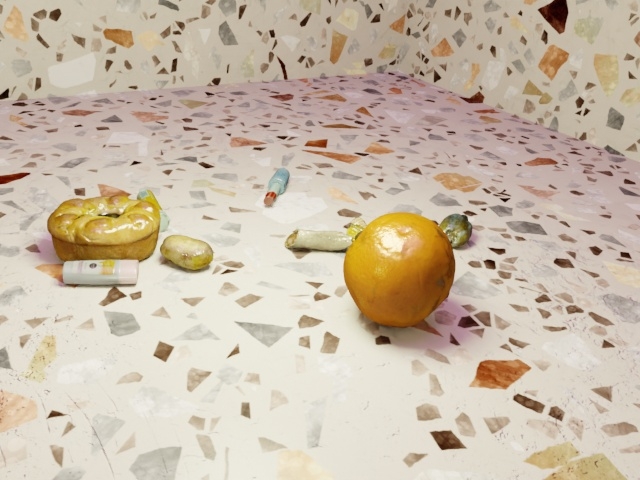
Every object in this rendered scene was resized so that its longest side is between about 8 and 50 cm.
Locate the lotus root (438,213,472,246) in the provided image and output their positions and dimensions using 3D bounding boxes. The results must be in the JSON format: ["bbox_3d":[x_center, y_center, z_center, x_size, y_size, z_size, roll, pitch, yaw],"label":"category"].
[{"bbox_3d":[0.475,-0.041,2.134,0.113,0.088,0.192,32,33,11],"label":"lotus root"}]

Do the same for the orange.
[{"bbox_3d":[0.211,0.075,1.639,0.311,0.312,0.312,5,28,-2],"label":"orange"}]

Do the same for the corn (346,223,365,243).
[{"bbox_3d":[0.158,0.012,1.989,0.071,0.072,0.203,-14,34,-33],"label":"corn"}]

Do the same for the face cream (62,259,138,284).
[{"bbox_3d":[-0.613,0.088,1.715,0.198,0.057,0.084,-1,42,-12],"label":"face cream"}]

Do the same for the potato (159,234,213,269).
[{"bbox_3d":[-0.401,0.035,1.832,0.170,0.080,0.107,17,29,10],"label":"potato"}]

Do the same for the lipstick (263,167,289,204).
[{"bbox_3d":[-0.170,-0.202,2.331,0.068,0.061,0.274,10,28,4],"label":"lipstick"}]

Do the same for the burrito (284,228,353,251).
[{"bbox_3d":[0.000,0.000,1.983,0.225,0.087,0.061,4,66,-9],"label":"burrito"}]

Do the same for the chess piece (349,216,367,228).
[{"bbox_3d":[0.172,-0.019,2.069,0.060,0.060,0.172,-15,35,-34],"label":"chess piece"}]

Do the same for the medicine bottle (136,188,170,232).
[{"bbox_3d":[-0.570,-0.106,2.069,0.073,0.074,0.218,-8,30,-24],"label":"medicine bottle"}]

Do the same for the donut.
[{"bbox_3d":[-0.643,-0.036,1.842,0.316,0.150,0.299,9,28,7],"label":"donut"}]
